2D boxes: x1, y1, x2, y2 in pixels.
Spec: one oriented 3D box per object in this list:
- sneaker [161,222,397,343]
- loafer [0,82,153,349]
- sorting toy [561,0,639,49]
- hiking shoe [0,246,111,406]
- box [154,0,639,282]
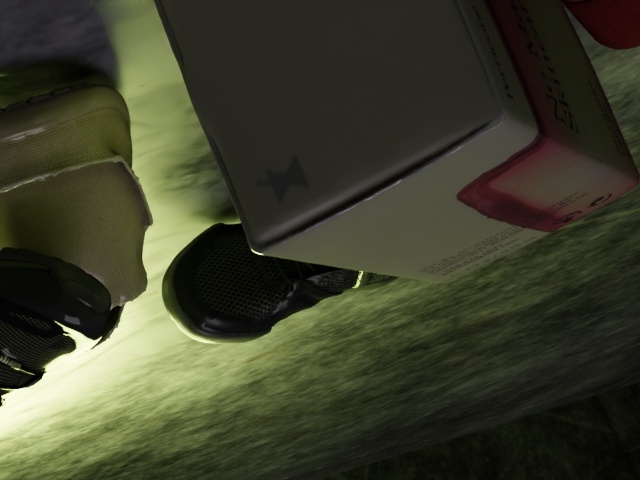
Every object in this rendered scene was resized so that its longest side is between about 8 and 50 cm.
[{"bbox_3d":[0.000,0.000,1.162,0.227,0.087,0.130,-14,163,-39],"label":"sneaker"},{"bbox_3d":[-0.136,-0.005,0.918,0.102,0.092,0.268,-20,166,-7],"label":"loafer"},{"bbox_3d":[0.153,-0.212,0.625,0.126,0.127,0.365,18,146,-20],"label":"sorting toy"},{"bbox_3d":[-0.192,0.086,0.869,0.227,0.114,0.086,-26,137,34],"label":"hiking shoe"},{"bbox_3d":[0.043,-0.076,0.803,0.127,0.149,0.232,-27,166,19],"label":"box"}]
